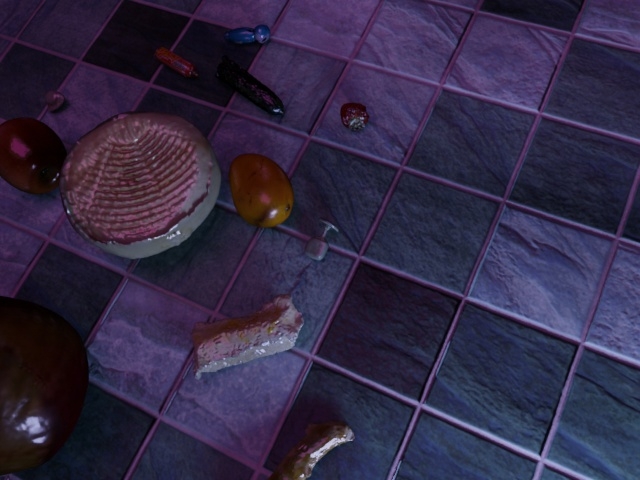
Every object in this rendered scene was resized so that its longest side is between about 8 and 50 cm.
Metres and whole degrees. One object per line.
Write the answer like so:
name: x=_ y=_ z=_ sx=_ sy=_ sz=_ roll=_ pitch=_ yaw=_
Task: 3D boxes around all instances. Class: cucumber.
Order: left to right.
cucumber: x=-0.186 y=-0.401 z=1.637 sx=0.245 sy=0.067 sz=0.067 roll=39 pitch=78 yaw=24

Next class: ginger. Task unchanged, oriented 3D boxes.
ginger: x=-0.045 y=0.472 z=1.231 sx=0.131 sy=0.086 sz=0.294 roll=27 pitch=68 yaw=42

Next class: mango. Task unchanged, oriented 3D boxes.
mango: x=-0.147 y=-0.126 z=1.486 sx=0.145 sy=0.112 sz=0.219 roll=-32 pitch=61 yaw=-1

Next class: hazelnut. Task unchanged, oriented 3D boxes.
hazelnut: x=-0.687 y=0.281 z=1.280 sx=0.421 sy=0.352 sz=0.421 roll=5 pitch=25 yaw=-2

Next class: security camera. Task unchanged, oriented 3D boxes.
security camera: x=0.000 y=0.000 z=1.447 sx=0.058 sy=0.058 sz=0.092 roll=30 pitch=87 yaw=20

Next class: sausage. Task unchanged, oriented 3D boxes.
sausage: x=-0.390 y=-0.481 z=1.719 sx=0.145 sy=0.048 sz=0.050 roll=34 pitch=38 yaw=20

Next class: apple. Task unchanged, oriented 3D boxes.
apple: x=-0.734 y=-0.214 z=1.588 sx=0.181 sy=0.181 sz=0.168 roll=-44 pitch=65 yaw=-10

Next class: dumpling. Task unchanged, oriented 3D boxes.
dumpling: x=-0.737 y=-0.385 z=1.742 sx=0.077 sy=0.043 sz=0.059 roll=23 pitch=95 yaw=15

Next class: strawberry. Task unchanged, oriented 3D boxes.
strawberry: x=0.079 y=-0.315 z=1.554 sx=0.073 sy=0.073 sz=0.083 roll=-22 pitch=50 yaw=0

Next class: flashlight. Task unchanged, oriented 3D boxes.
flashlight: x=-0.200 y=-0.564 z=1.721 sx=0.129 sy=0.051 sz=0.051 roll=3 pitch=68 yaw=16

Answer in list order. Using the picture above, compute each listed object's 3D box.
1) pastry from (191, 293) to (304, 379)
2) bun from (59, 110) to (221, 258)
pastry: x=-0.159 y=0.202 z=1.359 sx=0.258 sy=0.089 sz=0.121 roll=-20 pitch=70 yaw=0
bun: x=-0.411 y=-0.119 z=1.482 sx=0.364 sy=0.202 sz=0.364 roll=-1 pitch=69 yaw=2
